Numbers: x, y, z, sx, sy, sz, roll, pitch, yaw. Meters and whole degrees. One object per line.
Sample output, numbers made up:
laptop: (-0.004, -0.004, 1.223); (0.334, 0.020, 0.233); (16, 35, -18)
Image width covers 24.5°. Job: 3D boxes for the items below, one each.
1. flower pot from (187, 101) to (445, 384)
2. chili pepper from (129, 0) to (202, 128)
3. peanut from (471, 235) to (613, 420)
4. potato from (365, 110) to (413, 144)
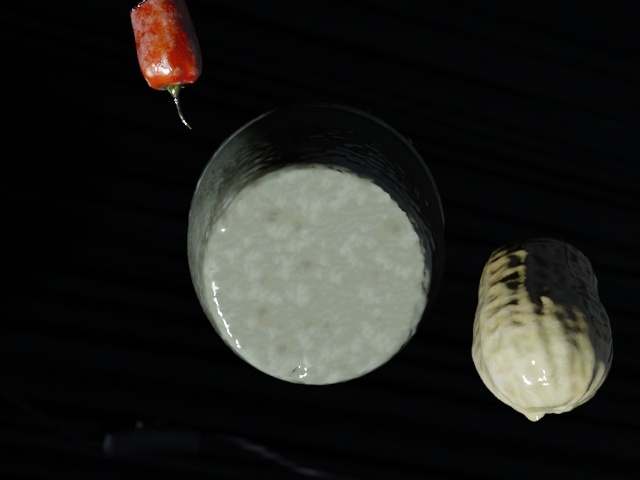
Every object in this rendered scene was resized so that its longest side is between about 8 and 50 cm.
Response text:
flower pot: (0.001, 0.009, 1.539); (0.330, 0.294, 0.293); (-106, 33, -82)
chili pepper: (-0.205, -0.245, 2.029); (0.084, 0.086, 0.192); (135, 120, -86)
peanut: (0.262, 0.090, 1.727); (0.158, 0.174, 0.340); (-38, 20, 25)
potato: (-0.006, 0.015, 1.892); (0.359, 0.219, 0.269); (-51, 16, 32)
